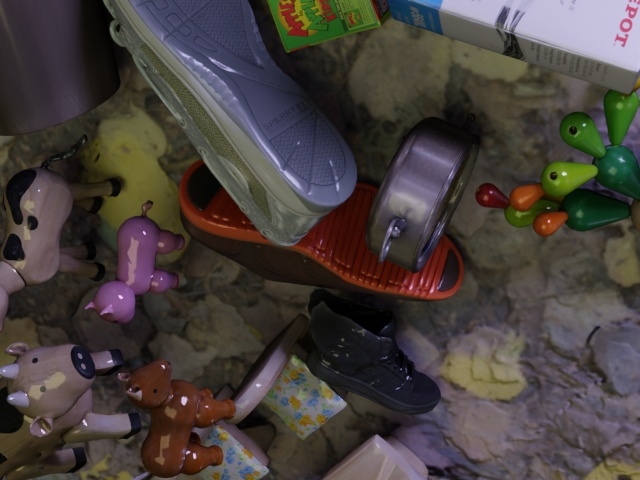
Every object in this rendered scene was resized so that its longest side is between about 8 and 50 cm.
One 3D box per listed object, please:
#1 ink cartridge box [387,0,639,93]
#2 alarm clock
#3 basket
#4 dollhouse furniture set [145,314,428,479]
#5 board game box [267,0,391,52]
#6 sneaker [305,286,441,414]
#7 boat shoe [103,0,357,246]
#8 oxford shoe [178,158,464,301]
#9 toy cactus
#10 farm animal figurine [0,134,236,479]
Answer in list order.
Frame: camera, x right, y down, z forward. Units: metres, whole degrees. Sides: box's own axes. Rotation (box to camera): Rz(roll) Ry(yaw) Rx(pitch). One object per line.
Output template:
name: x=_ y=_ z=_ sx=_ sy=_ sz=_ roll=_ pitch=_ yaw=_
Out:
ink cartridge box: x=0.170 y=-0.216 z=1.051 sx=0.203 sy=0.086 sz=0.148 roll=20 pitch=85 yaw=9
alarm clock: x=0.078 y=-0.033 z=1.153 sx=0.064 sy=0.192 sz=0.129 roll=24 pitch=121 yaw=8
basket: x=-0.275 y=-0.221 z=1.212 sx=0.204 sy=0.154 sz=0.227 roll=-9 pitch=116 yaw=22
dollhouse furniture set: x=-0.037 y=0.355 z=1.357 sx=0.362 sy=0.256 sz=0.394 roll=43 pitch=122 yaw=-5
board game box: x=-0.014 y=-0.260 z=1.156 sx=0.092 sy=0.043 sz=0.181 roll=-12 pitch=111 yaw=25
sneaker: x=0.054 y=0.104 z=1.289 sx=0.170 sy=0.051 sz=0.089 roll=20 pitch=124 yaw=-18
boat shoe: x=-0.098 y=-0.139 z=1.187 sx=0.320 sy=0.118 sz=0.103 roll=51 pitch=136 yaw=4
oxford shoe: x=0.000 y=0.000 z=1.275 sx=0.271 sy=0.097 sz=0.098 roll=20 pitch=152 yaw=3
toy cactus: x=0.257 y=-0.051 z=1.149 sx=0.180 sy=0.112 sz=0.219 roll=39 pitch=122 yaw=-25
farm animal figurine: x=-0.254 y=0.120 z=1.272 sx=0.327 sy=0.172 sz=0.330 roll=-52 pitch=57 yaw=28
